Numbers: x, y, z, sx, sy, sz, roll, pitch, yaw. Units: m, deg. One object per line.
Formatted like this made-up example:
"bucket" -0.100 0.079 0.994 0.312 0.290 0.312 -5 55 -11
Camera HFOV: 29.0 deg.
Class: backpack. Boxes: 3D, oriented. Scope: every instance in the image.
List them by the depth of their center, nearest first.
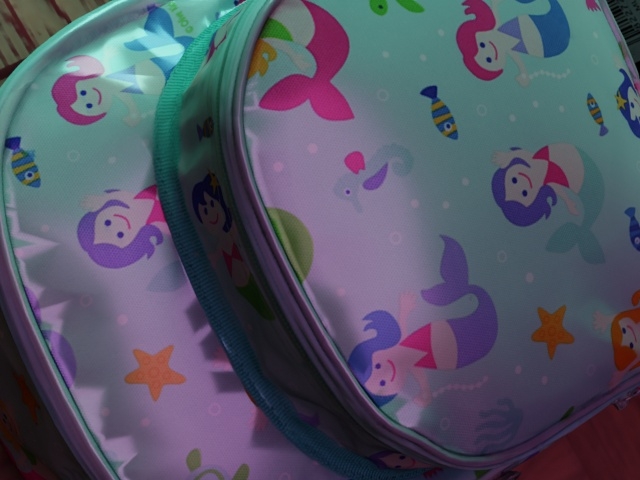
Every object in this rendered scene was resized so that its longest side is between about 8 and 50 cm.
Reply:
"backpack" 0.000 0.000 0.449 0.253 0.191 0.225 -25 93 -25

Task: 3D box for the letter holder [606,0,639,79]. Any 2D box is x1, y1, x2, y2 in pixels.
"letter holder" 0.184 -0.121 0.588 0.214 0.152 0.302 -44 101 -30
